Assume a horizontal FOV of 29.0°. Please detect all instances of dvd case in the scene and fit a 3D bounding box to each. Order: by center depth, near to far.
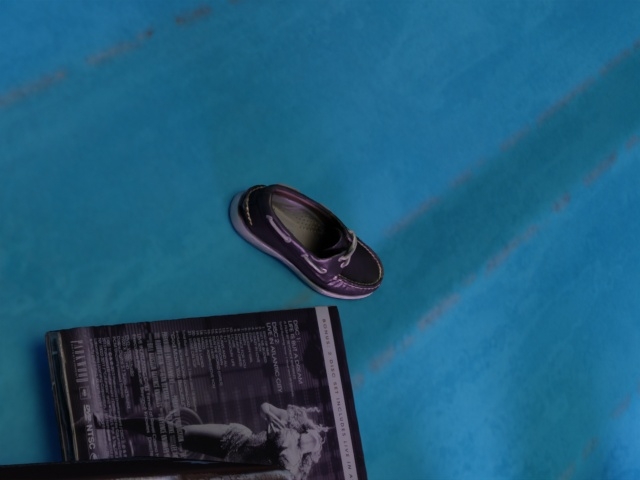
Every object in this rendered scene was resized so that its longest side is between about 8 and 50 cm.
[{"bbox_3d":[-0.054,0.124,0.717,0.221,0.018,0.164,-2,79,-47],"label":"dvd case"}]

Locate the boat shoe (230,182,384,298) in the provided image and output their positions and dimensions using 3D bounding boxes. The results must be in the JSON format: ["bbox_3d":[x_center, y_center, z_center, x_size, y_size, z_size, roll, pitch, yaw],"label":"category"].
[{"bbox_3d":[0.000,0.000,0.798,0.125,0.038,0.046,35,57,-31],"label":"boat shoe"}]

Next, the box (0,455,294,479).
[{"bbox_3d":[-0.121,0.285,0.510,0.191,0.143,0.381,6,83,-41],"label":"box"}]
